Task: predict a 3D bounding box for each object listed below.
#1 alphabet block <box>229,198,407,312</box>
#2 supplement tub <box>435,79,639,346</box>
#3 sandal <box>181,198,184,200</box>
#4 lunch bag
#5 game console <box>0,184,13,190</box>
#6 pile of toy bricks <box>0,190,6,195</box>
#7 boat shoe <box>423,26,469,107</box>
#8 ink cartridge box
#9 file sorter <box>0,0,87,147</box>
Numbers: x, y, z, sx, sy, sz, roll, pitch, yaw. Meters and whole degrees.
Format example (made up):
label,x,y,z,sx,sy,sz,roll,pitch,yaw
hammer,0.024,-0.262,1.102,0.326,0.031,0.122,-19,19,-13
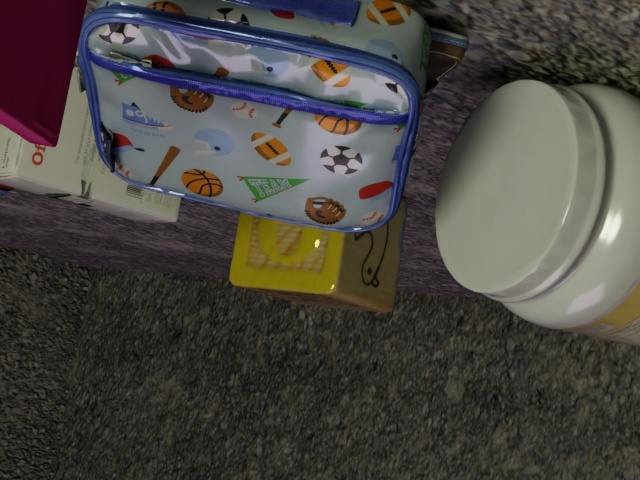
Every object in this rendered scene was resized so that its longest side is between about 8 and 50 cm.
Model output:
label,x,y,z,sx,sy,sz,roll,pitch,yaw
alphabet block,0.000,0.000,1.751,0.193,0.192,0.197,2,170,31
supplement tub,0.306,-0.017,1.123,0.331,0.241,0.241,13,171,-29
sandal,-0.160,-0.090,1.438,0.067,0.179,0.040,-27,118,22
lunch bag,-0.063,-0.128,0.978,0.303,0.115,0.243,11,146,2
game console,-0.605,-0.160,1.388,0.386,0.060,0.342,26,-178,37
pile of toy bricks,-0.504,-0.123,1.801,0.105,0.118,0.212,-10,164,-30
boat shoe,0.080,-0.150,1.059,0.066,0.066,0.183,11,171,-20
ink cartridge box,-0.261,-0.121,1.302,0.219,0.160,0.092,17,168,-41
file sorter,-0.265,-0.197,0.649,0.182,0.202,0.290,9,172,9
